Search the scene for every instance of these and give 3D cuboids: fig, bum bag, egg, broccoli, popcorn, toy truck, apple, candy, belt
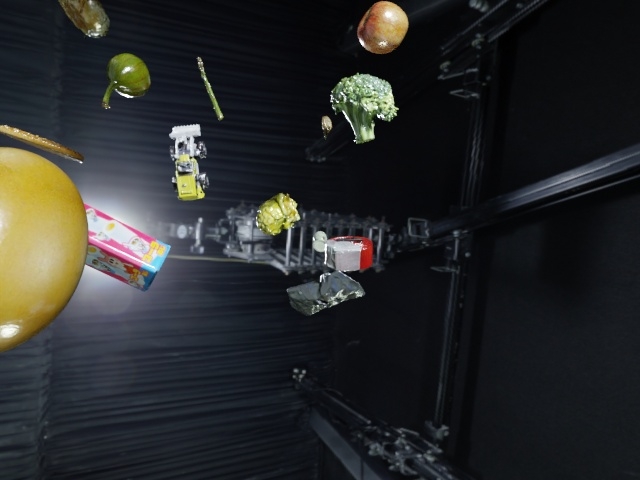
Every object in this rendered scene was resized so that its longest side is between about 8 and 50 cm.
[{"bbox_3d":[-0.708,-0.550,1.537,0.151,0.151,0.259,-56,-176,46],"label":"fig"},{"bbox_3d":[0.006,0.184,1.540,0.309,0.137,0.074,-25,-156,32],"label":"bum bag"},{"bbox_3d":[-0.545,0.016,0.732,0.282,0.282,0.352,1,-112,63],"label":"egg"},{"bbox_3d":[0.175,-0.533,1.719,0.235,0.288,0.260,-37,-95,22],"label":"broccoli"},{"bbox_3d":[-0.196,-0.117,2.038,0.189,0.218,0.170,-27,-78,24],"label":"popcorn"},{"bbox_3d":[-0.492,-0.292,1.632,0.111,0.136,0.287,-20,104,-89],"label":"toy truck"},{"bbox_3d":[0.190,-0.646,1.341,0.146,0.130,0.147,-47,-148,40],"label":"apple"},{"bbox_3d":[-0.591,0.014,1.224,0.157,0.305,0.100,-42,-155,49],"label":"candy"},{"bbox_3d":[0.116,0.044,1.814,0.128,0.200,0.124,-104,-167,-63],"label":"belt"}]

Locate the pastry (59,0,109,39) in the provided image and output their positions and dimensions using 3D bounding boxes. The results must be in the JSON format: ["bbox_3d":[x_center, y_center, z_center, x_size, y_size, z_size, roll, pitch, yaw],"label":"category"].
[{"bbox_3d":[-0.672,-0.657,1.257,0.153,0.081,0.153,38,-25,21],"label":"pastry"}]

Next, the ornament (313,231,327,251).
[{"bbox_3d":[0.000,0.000,2.231,0.156,0.074,0.081,-84,-163,-71],"label":"ornament"}]

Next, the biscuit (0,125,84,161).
[{"bbox_3d":[-1.084,-0.379,1.720,0.305,0.305,0.038,12,-97,62],"label":"biscuit"}]

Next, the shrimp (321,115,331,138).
[{"bbox_3d":[0.032,-0.517,2.014,0.023,0.059,0.109,-8,-94,44],"label":"shrimp"}]

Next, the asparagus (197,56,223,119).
[{"bbox_3d":[-0.446,-0.607,1.771,0.024,0.025,0.249,-128,-161,-72],"label":"asparagus"}]
